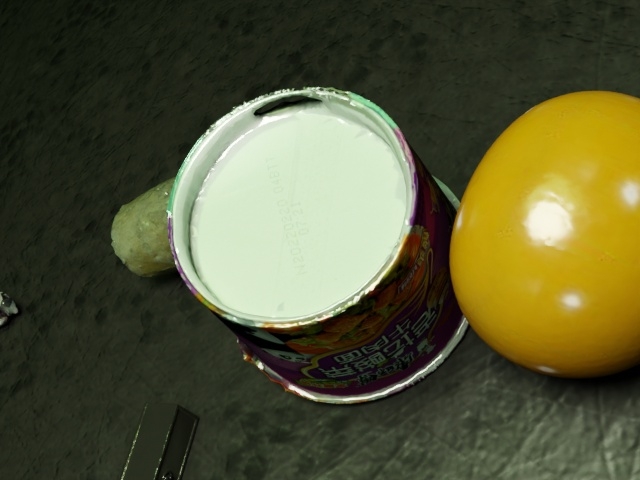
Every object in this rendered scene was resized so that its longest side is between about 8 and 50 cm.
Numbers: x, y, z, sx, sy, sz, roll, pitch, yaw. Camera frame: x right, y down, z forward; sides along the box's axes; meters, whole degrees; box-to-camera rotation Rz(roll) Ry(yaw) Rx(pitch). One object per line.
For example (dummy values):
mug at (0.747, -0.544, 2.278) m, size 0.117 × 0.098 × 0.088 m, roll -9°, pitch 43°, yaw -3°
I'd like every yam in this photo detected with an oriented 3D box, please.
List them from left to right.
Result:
yam at (-0.132, -0.030, 0.840) m, size 0.194 × 0.107 × 0.107 m, roll -22°, pitch 48°, yaw 20°

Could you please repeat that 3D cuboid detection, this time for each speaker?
speaker at (-0.167, 0.250, 0.702) m, size 0.046 × 0.040 × 0.191 m, roll -5°, pitch 55°, yaw 30°

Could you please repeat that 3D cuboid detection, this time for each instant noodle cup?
instant noodle cup at (0.000, 0.000, 0.625) m, size 0.251 × 0.190 × 0.251 m, roll -6°, pitch 69°, yaw 16°

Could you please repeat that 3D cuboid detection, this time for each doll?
doll at (0.215, 0.007, 0.531) m, size 0.236 × 0.213 × 0.213 m, roll 23°, pitch 72°, yaw 27°

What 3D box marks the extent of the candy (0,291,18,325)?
candy at (-0.479, 0.162, 0.964) m, size 0.094 × 0.051 × 0.226 m, roll 22°, pitch 70°, yaw 22°
